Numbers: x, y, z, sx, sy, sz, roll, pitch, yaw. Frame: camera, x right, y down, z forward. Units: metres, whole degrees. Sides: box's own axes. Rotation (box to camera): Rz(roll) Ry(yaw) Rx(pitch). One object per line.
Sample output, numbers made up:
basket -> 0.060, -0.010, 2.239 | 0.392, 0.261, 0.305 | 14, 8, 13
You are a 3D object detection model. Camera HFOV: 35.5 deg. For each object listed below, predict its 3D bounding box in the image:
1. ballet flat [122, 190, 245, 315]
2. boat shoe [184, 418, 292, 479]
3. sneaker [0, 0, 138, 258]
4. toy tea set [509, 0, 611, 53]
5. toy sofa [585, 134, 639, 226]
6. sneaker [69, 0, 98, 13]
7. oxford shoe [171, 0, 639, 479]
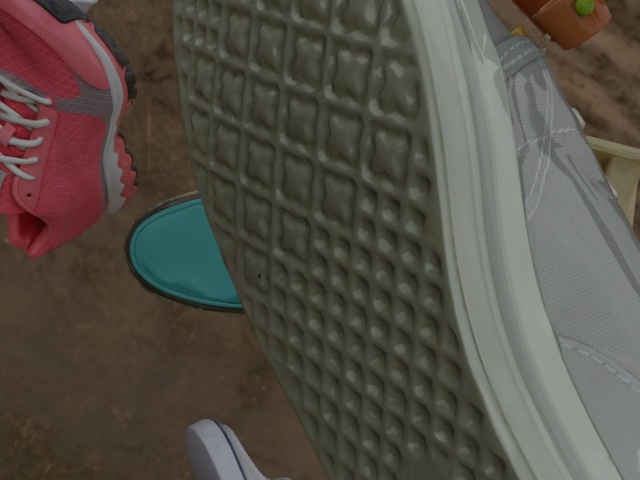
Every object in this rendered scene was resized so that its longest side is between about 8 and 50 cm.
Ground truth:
ballet flat -> 0.000, 0.000, 0.919 | 0.348, 0.123, 0.123 | -7, 48, 2
boat shoe -> -0.047, 0.284, 1.006 | 0.088, 0.096, 0.267 | -31, 101, -25
sneaker -> -0.236, -0.086, 0.851 | 0.116, 0.314, 0.136 | 31, 62, 16
toy tea set -> 0.276, -0.291, 1.055 | 0.200, 0.336, 0.124 | -41, 98, -30
toy sofa -> 0.265, 0.068, 1.142 | 0.150, 0.177, 0.362 | 14, 67, -1
sneaker -> -0.341, -0.195, 1.055 | 0.236, 0.323, 0.130 | -22, 84, -14
oxford shoe -> 0.063, 0.021, 0.390 | 0.130, 0.169, 0.449 | -17, 78, -35
